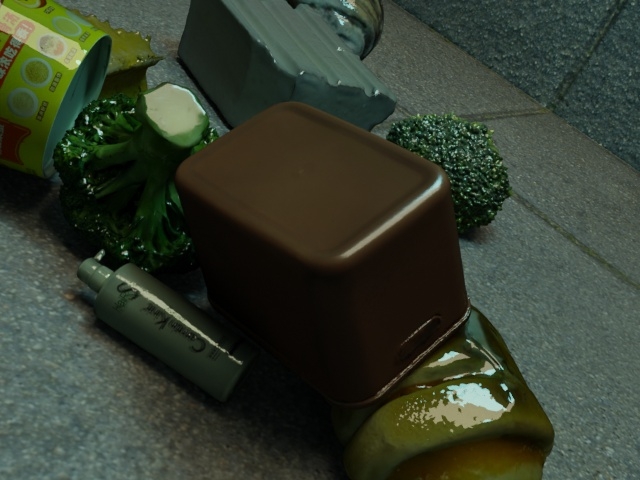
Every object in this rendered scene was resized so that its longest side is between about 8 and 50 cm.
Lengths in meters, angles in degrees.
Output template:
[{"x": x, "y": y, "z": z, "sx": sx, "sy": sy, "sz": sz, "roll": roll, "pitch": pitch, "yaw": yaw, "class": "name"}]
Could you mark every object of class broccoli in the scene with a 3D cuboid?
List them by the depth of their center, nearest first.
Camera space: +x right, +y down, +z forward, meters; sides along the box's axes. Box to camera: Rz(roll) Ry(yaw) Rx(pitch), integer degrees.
[{"x": -0.231, "y": -0.091, "z": 1.174, "sx": 0.298, "sy": 0.297, "sz": 0.297, "roll": 8, "pitch": 68, "yaw": -21, "class": "broccoli"}, {"x": 0.290, "y": -0.158, "z": 1.815, "sx": 0.260, "sy": 0.235, "sz": 0.287, "roll": -15, "pitch": 87, "yaw": -51, "class": "broccoli"}]

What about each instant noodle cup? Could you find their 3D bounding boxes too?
[{"x": -0.451, "y": -0.234, "z": 1.175, "sx": 0.222, "sy": 0.311, "sz": 0.311, "roll": 23, "pitch": 28, "yaw": -7, "class": "instant noodle cup"}]

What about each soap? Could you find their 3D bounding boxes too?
[{"x": -0.489, "y": -0.358, "z": 1.493, "sx": 0.304, "sy": 0.169, "sz": 0.339, "roll": 42, "pitch": 29, "yaw": 4, "class": "soap"}, {"x": -0.087, "y": -0.372, "z": 1.829, "sx": 0.350, "sy": 0.212, "sz": 0.435, "roll": 6, "pitch": 35, "yaw": -40, "class": "soap"}]

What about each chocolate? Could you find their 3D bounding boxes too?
[{"x": 0.053, "y": -0.589, "z": 2.287, "sx": 0.303, "sy": 0.303, "sz": 0.212, "roll": 5, "pitch": 58, "yaw": -37, "class": "chocolate"}]

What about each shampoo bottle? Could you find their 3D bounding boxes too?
[{"x": -0.206, "y": 0.105, "z": 1.066, "sx": 0.262, "sy": 0.085, "sz": 0.085, "roll": 33, "pitch": 28, "yaw": 8, "class": "shampoo bottle"}]

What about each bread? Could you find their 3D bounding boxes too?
[{"x": 0.165, "y": 0.217, "z": 1.094, "sx": 0.301, "sy": 0.210, "sz": 0.341, "roll": 16, "pitch": 31, "yaw": -18, "class": "bread"}]

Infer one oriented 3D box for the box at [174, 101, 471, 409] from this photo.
[{"x": 0.000, "y": 0.000, "z": 1.051, "sx": 0.239, "sy": 0.229, "sz": 0.339, "roll": -36, "pitch": 46, "yaw": -25, "class": "box"}]
